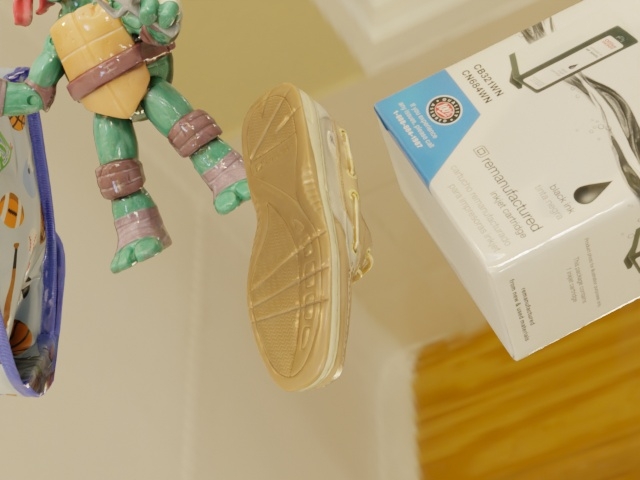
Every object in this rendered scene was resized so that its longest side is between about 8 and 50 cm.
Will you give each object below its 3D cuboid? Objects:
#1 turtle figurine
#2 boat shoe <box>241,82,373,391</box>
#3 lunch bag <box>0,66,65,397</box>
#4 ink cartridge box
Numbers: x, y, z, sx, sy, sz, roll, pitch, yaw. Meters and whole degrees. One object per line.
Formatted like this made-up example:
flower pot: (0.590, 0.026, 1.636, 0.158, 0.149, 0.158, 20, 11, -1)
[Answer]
turtle figurine: (-0.137, -0.107, 1.000, 0.234, 0.175, 0.118, 59, -148, -4)
boat shoe: (0.000, 0.000, 0.819, 0.059, 0.063, 0.170, 21, -124, -42)
lunch bag: (-0.472, -0.001, 1.783, 0.239, 0.327, 0.386, -65, -25, -57)
ink cartridge box: (0.154, -0.051, 0.863, 0.148, 0.203, 0.086, 58, 174, 42)
